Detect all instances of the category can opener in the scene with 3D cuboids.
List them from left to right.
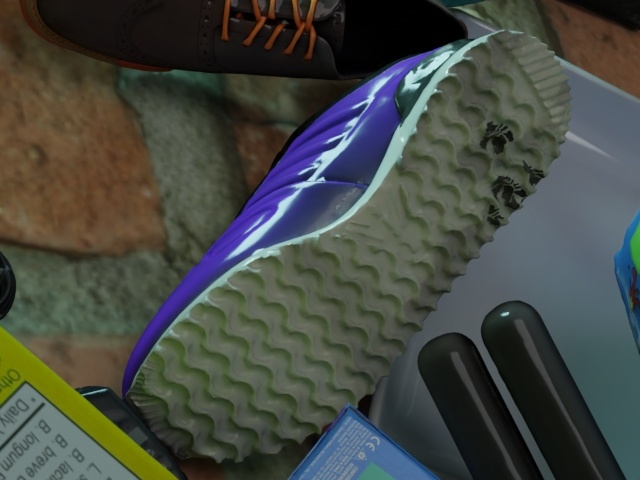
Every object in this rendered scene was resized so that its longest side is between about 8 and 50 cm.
[{"bbox_3d":[0.145,0.167,0.907,0.283,0.076,0.095,63,13,6],"label":"can opener"}]

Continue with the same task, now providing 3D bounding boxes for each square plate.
[{"bbox_3d":[0.194,0.056,1.068,0.344,0.049,0.347,25,49,-15],"label":"square plate"}]

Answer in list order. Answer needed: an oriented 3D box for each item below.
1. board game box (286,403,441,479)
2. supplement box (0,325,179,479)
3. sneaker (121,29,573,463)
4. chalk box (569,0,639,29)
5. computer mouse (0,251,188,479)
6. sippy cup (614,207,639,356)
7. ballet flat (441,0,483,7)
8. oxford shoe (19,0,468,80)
[{"bbox_3d":[0.043,0.204,0.815,0.210,0.047,0.160,39,65,6],"label":"board game box"},{"bbox_3d":[-0.189,0.150,0.655,0.356,0.195,0.194,41,38,0],"label":"supplement box"},{"bbox_3d":[0.001,0.000,0.952,0.293,0.146,0.102,-43,113,-15],"label":"sneaker"},{"bbox_3d":[0.225,-0.317,1.181,0.180,0.289,0.179,19,51,-19],"label":"chalk box"},{"bbox_3d":[-0.145,0.076,0.861,0.071,0.041,0.242,-34,75,-25],"label":"computer mouse"},{"bbox_3d":[0.274,0.063,0.940,0.240,0.305,0.224,-16,53,-8],"label":"sippy cup"},{"bbox_3d":[0.030,-0.242,1.139,0.087,0.083,0.247,-27,63,-28],"label":"ballet flat"},{"bbox_3d":[-0.037,-0.139,1.006,0.271,0.098,0.097,-2,105,-32],"label":"oxford shoe"}]
